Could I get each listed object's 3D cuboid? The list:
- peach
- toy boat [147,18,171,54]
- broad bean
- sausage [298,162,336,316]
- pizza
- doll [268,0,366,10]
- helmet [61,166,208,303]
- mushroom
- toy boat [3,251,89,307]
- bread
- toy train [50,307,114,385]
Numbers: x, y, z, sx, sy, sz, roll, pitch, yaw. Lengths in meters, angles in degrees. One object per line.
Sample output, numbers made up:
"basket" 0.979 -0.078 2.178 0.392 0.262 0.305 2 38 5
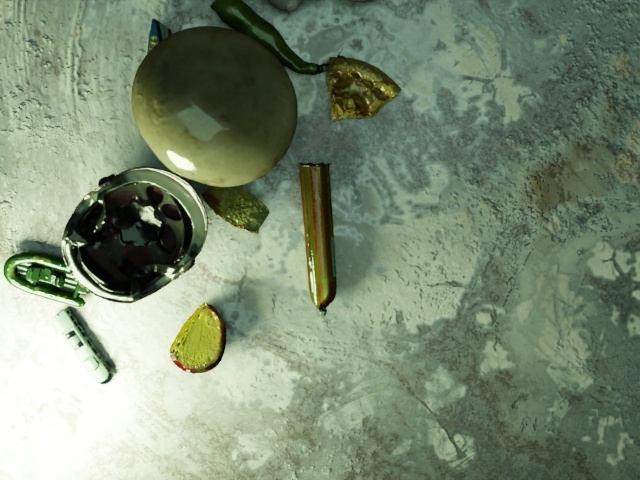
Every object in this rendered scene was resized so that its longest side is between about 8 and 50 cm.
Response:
"peach" -0.288 0.231 1.774 0.127 0.092 0.172 10 85 -10
"toy boat" -0.369 -0.386 1.703 0.046 0.080 0.228 1 95 -38
"broad bean" -0.110 -0.463 1.702 0.318 0.056 0.098 25 110 0
"sausage" 0.000 0.000 1.770 0.082 0.082 0.371 -4 99 -3
"pizza" 0.075 -0.343 1.735 0.182 0.062 0.161 36 96 -9
"doll" 0.005 -0.587 1.666 0.287 0.151 0.150 -11 98 5
"helmet" -0.403 -0.027 1.675 0.338 0.197 0.271 -44 103 7
"mushroom" -0.234 -0.282 1.637 0.363 0.294 0.362 7 68 -19
"toy boat" -0.636 0.088 1.752 0.210 0.052 0.104 17 99 -6
"bread" -0.200 -0.083 1.722 0.156 0.125 0.086 37 85 -30
"toy train" -0.564 0.258 1.782 0.043 0.047 0.207 -32 97 2
